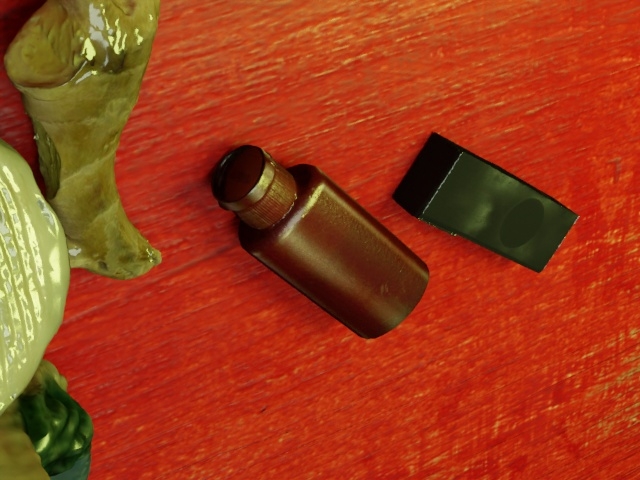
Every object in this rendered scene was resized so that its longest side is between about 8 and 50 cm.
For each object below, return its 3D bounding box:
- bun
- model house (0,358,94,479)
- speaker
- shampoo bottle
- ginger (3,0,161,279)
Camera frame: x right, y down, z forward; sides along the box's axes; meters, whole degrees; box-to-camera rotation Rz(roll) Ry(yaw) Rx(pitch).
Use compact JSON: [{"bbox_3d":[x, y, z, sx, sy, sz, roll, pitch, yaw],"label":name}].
[{"bbox_3d":[-0.292,0.025,0.875,0.239,0.141,0.239,-7,99,-57],"label":"bun"},{"bbox_3d":[-0.309,0.363,0.931,0.395,0.400,0.445,8,113,-37],"label":"model house"},{"bbox_3d":[0.174,-0.033,1.261,0.218,0.044,0.082,23,104,-44],"label":"speaker"},{"bbox_3d":[0.000,0.000,1.142,0.102,0.064,0.260,-46,135,4],"label":"shampoo bottle"},{"bbox_3d":[-0.171,-0.080,0.958,0.131,0.086,0.294,-46,150,-36],"label":"ginger"}]
